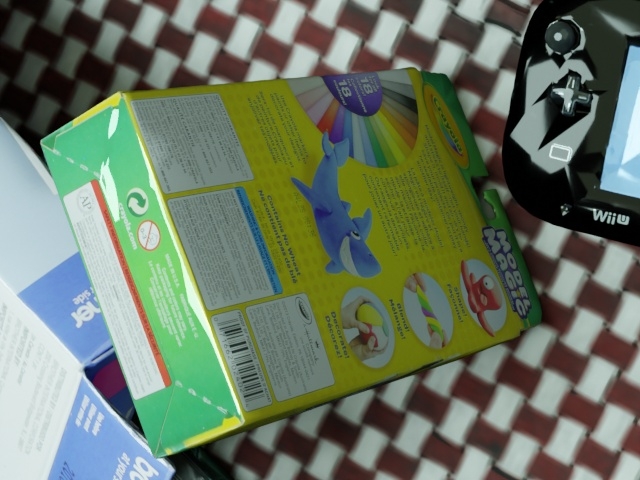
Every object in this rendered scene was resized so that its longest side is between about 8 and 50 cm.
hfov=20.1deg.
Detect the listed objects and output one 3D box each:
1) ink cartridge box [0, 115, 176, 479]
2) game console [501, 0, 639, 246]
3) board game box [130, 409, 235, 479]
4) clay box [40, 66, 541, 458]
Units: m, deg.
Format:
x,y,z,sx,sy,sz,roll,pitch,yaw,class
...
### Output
x,y,z,sx,sy,sz,roll,pitch,yaw,class
-0.166,0.012,0.774,0.311,0.065,0.186,46,146,14,ink cartridge box
0.246,-0.006,0.725,0.361,0.044,0.213,15,95,19,game console
-0.065,0.174,0.840,0.186,0.026,0.126,43,103,14,board game box
0.000,0.000,0.727,0.053,0.222,0.127,-26,81,35,clay box
